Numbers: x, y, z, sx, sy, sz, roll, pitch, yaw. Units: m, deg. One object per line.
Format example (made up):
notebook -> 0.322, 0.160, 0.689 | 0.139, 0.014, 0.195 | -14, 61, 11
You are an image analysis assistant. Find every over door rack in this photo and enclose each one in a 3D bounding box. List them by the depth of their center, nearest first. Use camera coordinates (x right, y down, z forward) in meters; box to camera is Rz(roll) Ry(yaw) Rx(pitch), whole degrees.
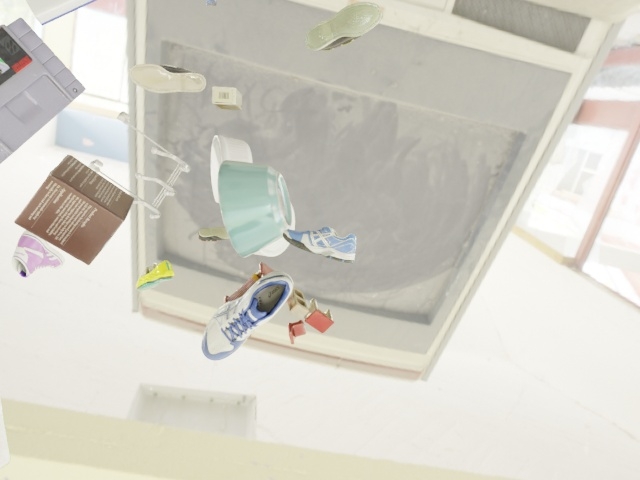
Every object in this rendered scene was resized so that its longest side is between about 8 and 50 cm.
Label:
over door rack -> -0.654, -0.261, 1.699 | 0.324, 0.239, 0.108 | 39, -164, 0

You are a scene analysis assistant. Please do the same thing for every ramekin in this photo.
ramekin -> -0.359, -0.287, 1.937 | 0.127, 0.273, 0.273 | -3, -158, -21

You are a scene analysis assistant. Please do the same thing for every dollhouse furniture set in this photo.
dollhouse furniture set -> -0.138, 0.269, 1.702 | 0.374, 0.201, 0.152 | 39, -167, -29

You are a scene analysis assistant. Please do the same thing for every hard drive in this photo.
hard drive -> -0.633, -0.716, 1.264 | 0.210, 0.318, 0.040 | 56, 170, 15

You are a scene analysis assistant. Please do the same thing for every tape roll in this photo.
tape roll -> -0.237, -0.074, 2.083 | 0.100, 0.286, 0.286 | 8, -170, 36

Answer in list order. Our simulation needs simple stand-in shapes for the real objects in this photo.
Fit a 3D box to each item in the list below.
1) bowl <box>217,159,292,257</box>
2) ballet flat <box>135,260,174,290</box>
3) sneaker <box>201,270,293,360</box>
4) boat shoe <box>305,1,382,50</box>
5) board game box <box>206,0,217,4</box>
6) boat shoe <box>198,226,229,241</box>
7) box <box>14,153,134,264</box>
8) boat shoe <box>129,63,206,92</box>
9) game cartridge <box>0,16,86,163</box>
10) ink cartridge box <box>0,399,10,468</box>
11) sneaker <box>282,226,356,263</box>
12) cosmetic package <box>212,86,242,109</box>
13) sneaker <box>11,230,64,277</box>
bowl -> -0.189, -0.114, 1.500 | 0.163, 0.312, 0.311 | -11, -165, 7
ballet flat -> -0.589, 0.122, 1.702 | 0.077, 0.077, 0.231 | -7, 170, -46
sneaker -> -0.191, 0.187, 1.217 | 0.112, 0.296, 0.131 | 44, 172, -5
boat shoe -> 0.069, -0.576, 1.296 | 0.227, 0.081, 0.068 | -9, -170, 31
board game box -> -0.442, -1.076, 1.913 | 0.042, 0.243, 0.165 | -4, -157, -12
boat shoe -> -0.392, -0.021, 1.799 | 0.133, 0.042, 0.049 | 0, -121, -26
box -> -0.632, -0.081, 1.252 | 0.203, 0.168, 0.167 | 38, -166, -26
boat shoe -> -0.433, -0.460, 1.362 | 0.206, 0.075, 0.065 | 0, -153, -22
game cartridge -> -0.776, -0.365, 1.174 | 0.068, 0.230, 0.355 | -4, -135, 34
ink cartridge box -> -0.773, 0.375, 0.918 | 0.272, 0.198, 0.115 | -12, 178, 1
sneaker -> 0.000, 0.000, 1.297 | 0.211, 0.081, 0.080 | 16, 179, 14
cosmetic package -> -0.235, -0.358, 1.214 | 0.060, 0.041, 0.115 | 2, -172, -1
sneaker -> -1.148, 0.088, 1.932 | 0.102, 0.161, 0.282 | 9, 154, 4
